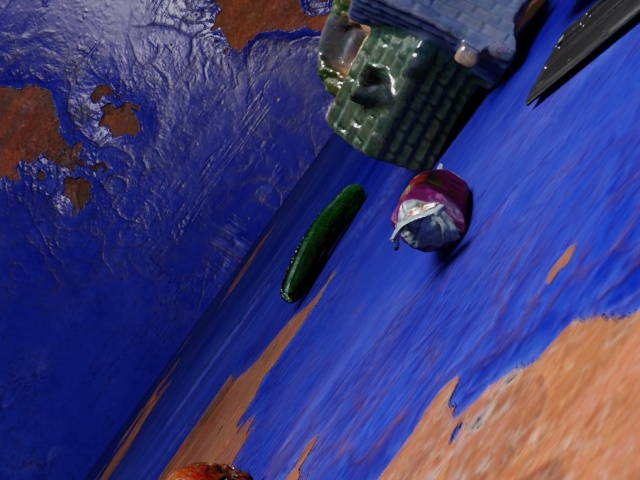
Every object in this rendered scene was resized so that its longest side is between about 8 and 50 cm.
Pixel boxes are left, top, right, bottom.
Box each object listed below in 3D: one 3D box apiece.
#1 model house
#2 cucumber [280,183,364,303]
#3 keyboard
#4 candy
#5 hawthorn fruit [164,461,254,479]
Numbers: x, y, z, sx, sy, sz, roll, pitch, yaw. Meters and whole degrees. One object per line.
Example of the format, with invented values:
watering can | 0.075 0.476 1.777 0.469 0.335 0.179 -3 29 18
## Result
model house | 0.078 -0.164 1.086 0.172 0.166 0.183 -75 9 -66
cucumber | 0.000 0.000 1.369 0.184 0.036 0.033 -57 -4 -34
keyboard | 0.181 -0.141 0.772 0.067 0.011 0.202 -58 6 -22
candy | 0.072 -0.021 0.827 0.045 0.043 0.175 -50 2 16
hawthorn fruit | -0.063 0.159 0.717 0.077 0.077 0.077 -54 5 7
